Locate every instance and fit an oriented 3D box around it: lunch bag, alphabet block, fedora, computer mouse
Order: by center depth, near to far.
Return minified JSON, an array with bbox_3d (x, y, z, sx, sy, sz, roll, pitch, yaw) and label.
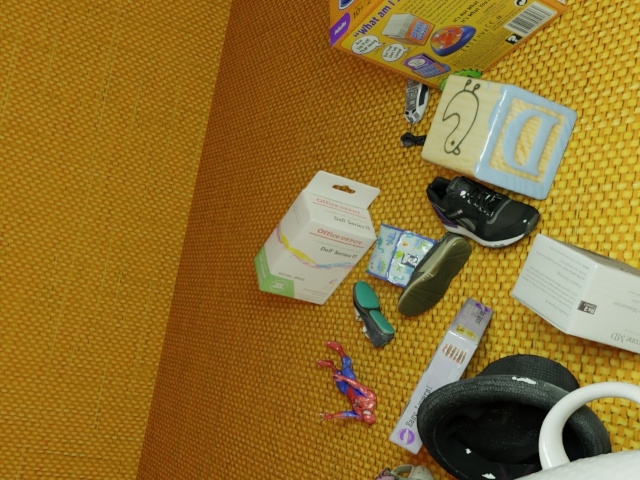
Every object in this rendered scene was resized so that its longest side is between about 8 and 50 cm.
[{"bbox_3d":[0.338,0.303,1.409,0.334,0.334,0.152,-42,10,45],"label":"fedora"},{"bbox_3d":[0.351,-0.207,1.617,0.197,0.193,0.192,31,102,60],"label":"alphabet block"},{"bbox_3d":[0.194,0.041,1.888,0.151,0.096,0.128,22,94,44],"label":"lunch bag"},{"bbox_3d":[0.242,-0.325,2.013,0.106,0.042,0.193,0,83,65],"label":"computer mouse"}]

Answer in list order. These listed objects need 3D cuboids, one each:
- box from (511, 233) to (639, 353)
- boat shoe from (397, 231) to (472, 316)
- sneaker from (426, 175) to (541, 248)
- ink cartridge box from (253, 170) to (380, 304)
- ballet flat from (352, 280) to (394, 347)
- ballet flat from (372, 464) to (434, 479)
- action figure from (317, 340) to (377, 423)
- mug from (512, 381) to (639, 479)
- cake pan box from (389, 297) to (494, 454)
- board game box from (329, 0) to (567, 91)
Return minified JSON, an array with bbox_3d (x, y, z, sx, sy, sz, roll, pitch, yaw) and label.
[{"bbox_3d":[0.442,0.087,1.314,0.182,0.181,0.119,-134,62,-67],"label":"box"},{"bbox_3d":[0.246,0.072,1.796,0.223,0.080,0.073,-53,27,22],"label":"boat shoe"},{"bbox_3d":[0.313,-0.068,1.652,0.107,0.124,0.283,-49,27,-16],"label":"sneaker"},{"bbox_3d":[0.000,0.000,2.113,0.353,0.207,0.119,-53,35,35],"label":"ink cartridge box"},{"bbox_3d":[0.116,0.183,1.977,0.074,0.074,0.203,-60,35,26],"label":"ballet flat"},{"bbox_3d":[0.190,0.511,1.711,0.221,0.077,0.079,-12,44,58],"label":"ballet flat"},{"bbox_3d":[0.041,0.349,1.972,0.280,0.139,0.091,48,120,53],"label":"action figure"},{"bbox_3d":[0.427,0.383,1.129,0.328,0.276,0.374,-33,56,39],"label":"mug"},{"bbox_3d":[0.237,0.261,1.587,0.070,0.246,0.266,29,107,14],"label":"cake pan box"},{"bbox_3d":[0.260,-0.600,1.778,0.356,0.356,0.356,-34,49,49],"label":"board game box"}]
